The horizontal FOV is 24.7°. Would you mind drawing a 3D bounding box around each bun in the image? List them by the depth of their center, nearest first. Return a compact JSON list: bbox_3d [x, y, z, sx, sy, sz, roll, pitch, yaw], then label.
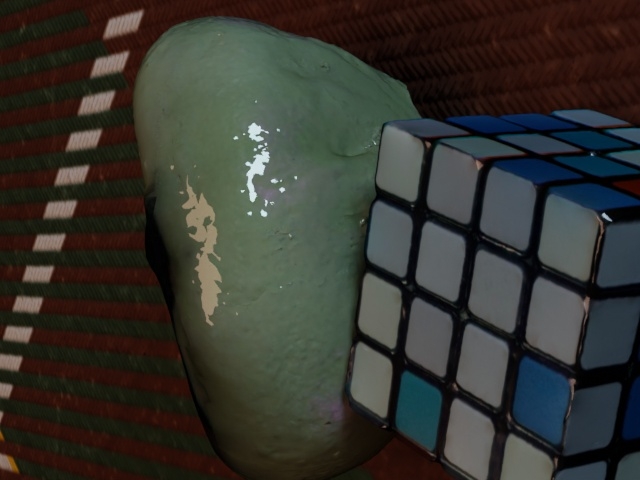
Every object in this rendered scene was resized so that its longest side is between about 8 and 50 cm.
[{"bbox_3d":[0.000,0.000,0.846,0.283,0.179,0.283,-12,-90,-89],"label":"bun"}]

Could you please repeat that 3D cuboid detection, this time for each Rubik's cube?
[{"bbox_3d":[0.121,0.030,0.703,0.155,0.151,0.154,28,116,50],"label":"Rubik's cube"}]
